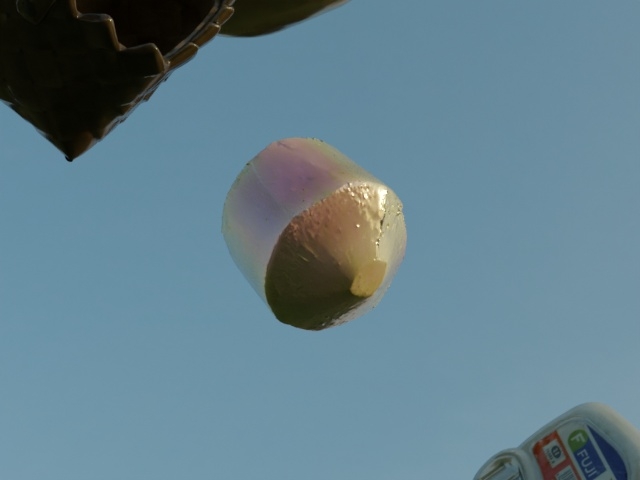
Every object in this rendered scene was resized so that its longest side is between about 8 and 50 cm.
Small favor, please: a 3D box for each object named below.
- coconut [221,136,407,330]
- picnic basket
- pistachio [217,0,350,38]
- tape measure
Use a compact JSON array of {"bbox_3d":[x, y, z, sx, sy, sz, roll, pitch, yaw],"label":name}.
[{"bbox_3d":[0.000,0.000,1.653,0.233,0.245,0.233,-19,-48,-23],"label":"coconut"},{"bbox_3d":[-0.217,-0.278,1.127,0.291,0.254,0.321,40,-56,-9],"label":"picnic basket"},{"bbox_3d":[-0.038,-0.324,1.324,0.293,0.162,0.181,-19,-31,9],"label":"pistachio"},{"bbox_3d":[0.303,0.337,1.413,0.265,0.258,0.130,-37,-61,12],"label":"tape measure"}]
